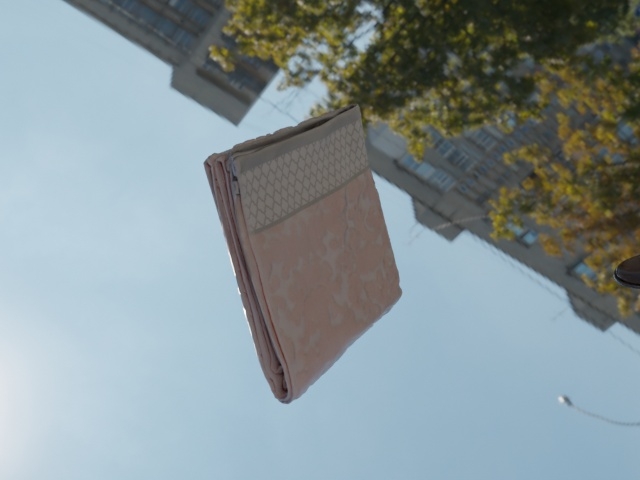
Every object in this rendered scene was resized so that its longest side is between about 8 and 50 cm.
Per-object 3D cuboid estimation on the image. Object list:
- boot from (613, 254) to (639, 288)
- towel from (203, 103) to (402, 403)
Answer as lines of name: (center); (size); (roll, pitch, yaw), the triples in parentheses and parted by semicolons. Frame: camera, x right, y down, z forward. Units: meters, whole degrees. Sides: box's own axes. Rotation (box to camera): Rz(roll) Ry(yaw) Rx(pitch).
boot: (0.262, -0.016, 0.590); (0.114, 0.106, 0.037); (55, -148, -36)
towel: (0.000, 0.000, 1.047); (0.332, 0.053, 0.317); (-33, -67, -53)
